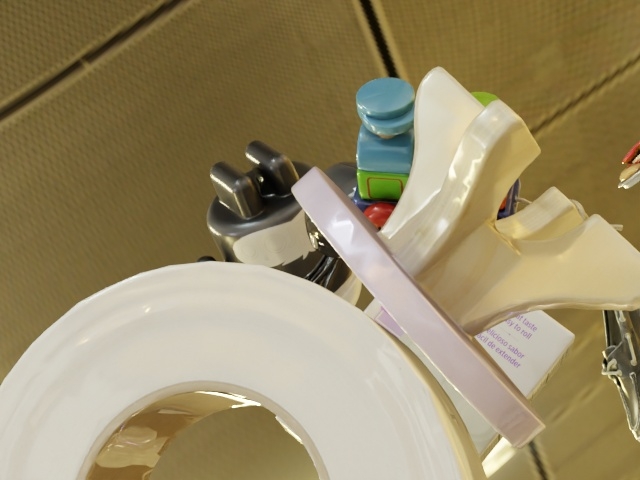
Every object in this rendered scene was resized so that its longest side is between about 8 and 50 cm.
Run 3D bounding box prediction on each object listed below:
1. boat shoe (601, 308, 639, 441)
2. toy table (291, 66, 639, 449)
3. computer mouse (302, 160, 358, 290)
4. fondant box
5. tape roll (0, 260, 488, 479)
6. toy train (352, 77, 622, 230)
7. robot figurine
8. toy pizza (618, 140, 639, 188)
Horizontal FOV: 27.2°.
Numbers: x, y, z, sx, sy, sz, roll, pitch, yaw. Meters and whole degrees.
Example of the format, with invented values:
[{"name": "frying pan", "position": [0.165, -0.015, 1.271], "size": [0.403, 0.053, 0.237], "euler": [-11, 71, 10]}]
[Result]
[{"name": "boat shoe", "position": [0.401, 0.158, 1.732], "size": [0.070, 0.219, 0.078], "euler": [3, -23, -10]}, {"name": "toy table", "position": [0.119, 0.003, 1.009], "size": [0.161, 0.274, 0.252], "euler": [-43, -16, 4]}, {"name": "computer mouse", "position": [0.000, 0.000, 1.425], "size": [0.184, 0.060, 0.262], "euler": [-62, -4, -2]}, {"name": "fondant box", "position": [0.138, 0.188, 1.738], "size": [0.330, 0.238, 0.096], "euler": [-49, -17, -10]}, {"name": "tape roll", "position": [-0.051, 0.157, 0.741], "size": [0.286, 0.286, 0.100], "euler": [-43, -18, 2]}, {"name": "toy train", "position": [0.151, -0.073, 1.194], "size": [0.248, 0.105, 0.143], "euler": [5, -41, 13]}, {"name": "robot figurine", "position": [-0.051, 0.002, 1.804], "size": [0.209, 0.173, 0.278], "euler": [-12, -57, 19]}, {"name": "toy pizza", "position": [0.379, -0.129, 1.366], "size": [0.201, 0.032, 0.201], "euler": [-41, -4, -4]}]
